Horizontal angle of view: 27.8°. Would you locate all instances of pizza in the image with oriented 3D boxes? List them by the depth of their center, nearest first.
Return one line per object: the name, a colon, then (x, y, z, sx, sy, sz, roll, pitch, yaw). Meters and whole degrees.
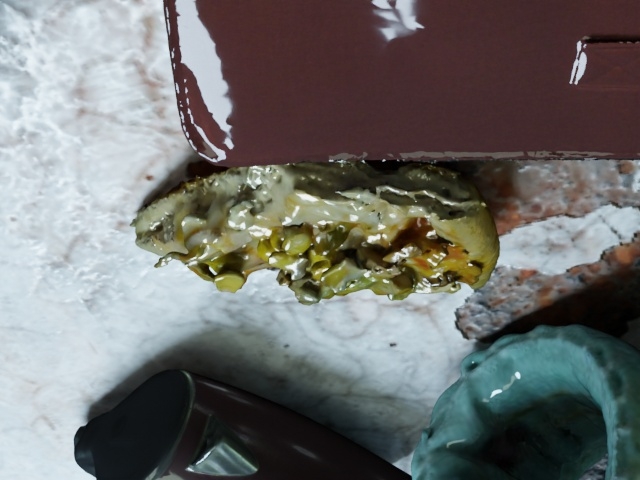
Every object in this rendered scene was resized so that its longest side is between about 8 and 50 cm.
pizza: (0.000, 0.000, 0.755, 0.226, 0.069, 0.147, 5, 162, -6)

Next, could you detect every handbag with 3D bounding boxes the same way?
handbag: (0.061, -0.144, 0.612, 0.275, 0.084, 0.260, -2, 137, 1)

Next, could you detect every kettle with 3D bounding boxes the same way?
kettle: (-0.058, 0.184, 0.950, 0.232, 0.144, 0.202, 36, 157, -26)

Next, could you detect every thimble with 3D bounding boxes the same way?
thimble: (0.173, 0.166, 0.847, 0.143, 0.235, 0.198, 36, 96, -31)
